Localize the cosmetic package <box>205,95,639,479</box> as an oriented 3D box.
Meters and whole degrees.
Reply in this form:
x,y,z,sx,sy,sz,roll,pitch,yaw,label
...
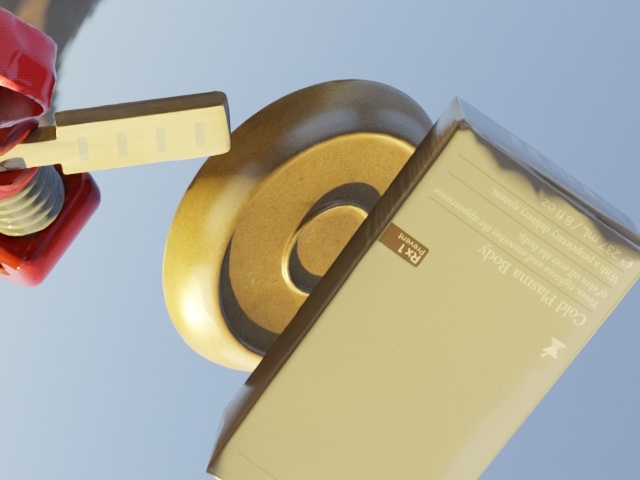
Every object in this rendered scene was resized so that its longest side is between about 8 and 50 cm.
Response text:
x,y,z,sx,sy,sz,roll,pitch,yaw,label
0.055,0.055,0.856,0.238,0.127,0.107,-56,-175,11,cosmetic package

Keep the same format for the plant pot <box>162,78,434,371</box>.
x,y,z,sx,sy,sz,roll,pitch,yaw,label
0.000,0.000,1.113,0.032,0.236,0.236,44,-72,44,plant pot

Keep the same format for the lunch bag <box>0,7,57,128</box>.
x,y,z,sx,sy,sz,roll,pitch,yaw,label
-0.241,-0.086,0.663,0.293,0.258,0.120,128,-35,-79,lunch bag

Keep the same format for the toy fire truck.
x,y,z,sx,sy,sz,roll,pitch,yaw,label
-0.186,-0.054,1.027,0.158,0.246,0.217,-55,155,-16,toy fire truck
